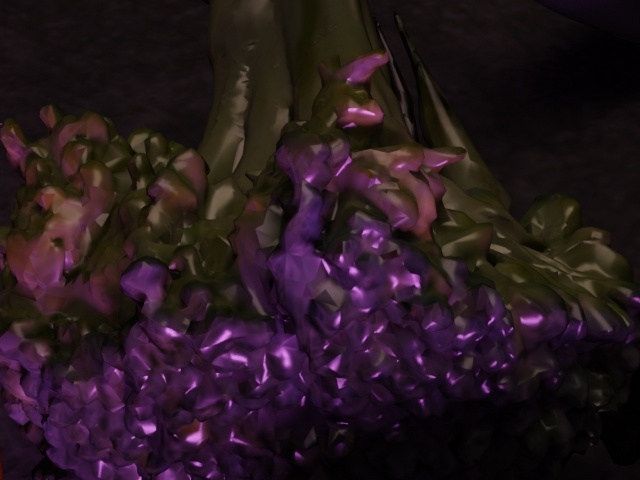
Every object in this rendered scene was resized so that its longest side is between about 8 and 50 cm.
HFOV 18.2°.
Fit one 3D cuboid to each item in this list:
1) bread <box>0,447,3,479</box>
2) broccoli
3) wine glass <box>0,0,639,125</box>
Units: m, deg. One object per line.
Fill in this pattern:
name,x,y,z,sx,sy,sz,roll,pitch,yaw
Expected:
bread,-0.176,0.050,0.655,0.136,0.241,0.107,-13,39,-12
broccoli,0.000,0.000,0.720,0.247,0.263,0.243,6,65,-20
wine glass,0.038,-0.123,0.966,0.309,0.096,0.264,0,-12,-37
